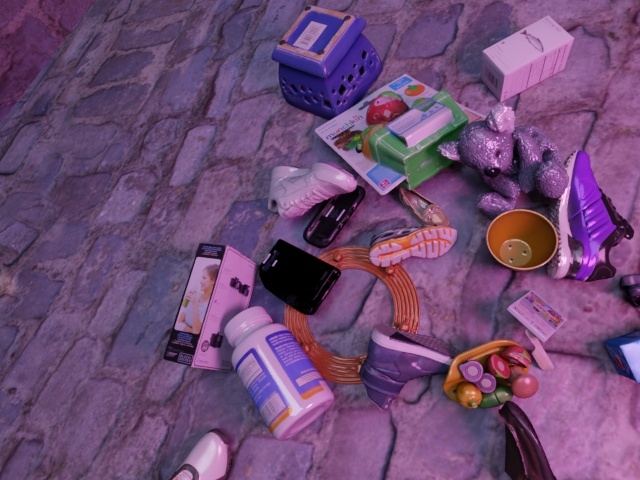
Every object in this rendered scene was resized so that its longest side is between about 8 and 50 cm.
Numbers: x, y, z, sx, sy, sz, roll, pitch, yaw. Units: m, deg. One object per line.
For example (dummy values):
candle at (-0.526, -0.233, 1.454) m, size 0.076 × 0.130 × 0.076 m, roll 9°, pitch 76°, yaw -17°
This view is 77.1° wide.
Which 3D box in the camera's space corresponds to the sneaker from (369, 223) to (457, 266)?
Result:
sneaker at (0.217, -0.003, 0.963) m, size 0.215 × 0.084 × 0.083 m, roll -10°, pitch 32°, yaw 2°

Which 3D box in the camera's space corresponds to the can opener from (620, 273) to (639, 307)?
can opener at (0.691, 0.099, 0.771) m, size 0.186 × 0.059 × 0.073 m, roll 2°, pitch 69°, yaw 20°

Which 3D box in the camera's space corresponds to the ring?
ring at (0.067, 0.168, 0.966) m, size 0.337 × 0.032 × 0.336 m, roll -7°, pitch 66°, yaw 16°

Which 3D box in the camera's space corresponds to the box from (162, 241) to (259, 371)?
box at (-0.262, 0.167, 1.001) m, size 0.087 × 0.169 × 0.289 m, roll 5°, pitch 72°, yaw 23°

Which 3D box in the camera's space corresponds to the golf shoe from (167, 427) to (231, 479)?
golf shoe at (-0.298, 0.552, 0.883) m, size 0.105 × 0.120 × 0.272 m, roll 24°, pitch 76°, yaw 27°

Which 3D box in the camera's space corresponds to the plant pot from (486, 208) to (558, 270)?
plant pot at (0.429, 0.013, 0.872) m, size 0.134 × 0.095 × 0.134 m, roll -7°, pitch 66°, yaw 15°

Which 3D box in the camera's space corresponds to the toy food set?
toy food set at (0.349, 0.265, 0.775) m, size 0.218 × 0.071 × 0.128 m, roll -26°, pitch 106°, yaw 6°

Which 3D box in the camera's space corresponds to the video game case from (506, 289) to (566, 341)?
video game case at (0.439, 0.150, 0.813) m, size 0.087 × 0.122 × 0.011 m, roll 47°, pitch 131°, yaw 28°

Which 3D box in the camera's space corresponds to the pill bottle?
pill bottle at (-0.105, 0.286, 0.908) m, size 0.152 × 0.152 × 0.272 m, roll -40°, pitch 62°, yaw 0°

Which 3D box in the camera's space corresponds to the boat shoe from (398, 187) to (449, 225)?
boat shoe at (0.253, -0.084, 0.997) m, size 0.056 × 0.048 × 0.153 m, roll -40°, pitch 62°, yaw 0°

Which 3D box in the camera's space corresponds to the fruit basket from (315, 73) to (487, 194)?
fruit basket at (0.193, -0.303, 1.038) m, size 0.327 × 0.165 × 0.353 m, roll -32°, pitch 54°, yaw -5°

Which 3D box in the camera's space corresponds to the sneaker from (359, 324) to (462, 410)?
sneaker at (0.194, 0.284, 0.849) m, size 0.226 × 0.086 × 0.163 m, roll 16°, pitch 99°, yaw -4°

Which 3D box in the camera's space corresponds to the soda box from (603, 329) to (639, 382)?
soda box at (0.654, 0.187, 0.734) m, size 0.210 × 0.067 × 0.071 m, roll -22°, pitch 80°, yaw 8°

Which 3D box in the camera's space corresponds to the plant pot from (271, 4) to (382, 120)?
plant pot at (0.011, -0.521, 1.165) m, size 0.236 × 0.212 × 0.236 m, roll 31°, pitch 81°, yaw 25°

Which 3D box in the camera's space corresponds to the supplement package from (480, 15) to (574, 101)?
supplement package at (0.522, -0.463, 1.030) m, size 0.179 × 0.105 × 0.105 m, roll -28°, pitch 62°, yaw 6°

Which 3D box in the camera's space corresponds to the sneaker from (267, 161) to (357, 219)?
sneaker at (-0.028, -0.121, 1.053) m, size 0.305 × 0.114 × 0.152 m, roll 5°, pitch 76°, yaw 48°

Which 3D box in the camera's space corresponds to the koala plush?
koala plush at (0.381, -0.190, 0.875) m, size 0.196 × 0.221 × 0.203 m, roll -31°, pitch 45°, yaw 52°

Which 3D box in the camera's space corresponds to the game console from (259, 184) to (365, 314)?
game console at (0.000, 0.000, 1.031) m, size 0.213 × 0.044 × 0.361 m, roll 26°, pitch 76°, yaw 39°

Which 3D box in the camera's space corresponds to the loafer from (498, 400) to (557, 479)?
loafer at (0.367, 0.402, 0.720) m, size 0.078 × 0.080 × 0.219 m, roll -24°, pitch 82°, yaw 17°

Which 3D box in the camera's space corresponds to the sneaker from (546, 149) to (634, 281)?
sneaker at (0.576, -0.049, 0.855) m, size 0.146 × 0.102 × 0.293 m, roll 8°, pitch 76°, yaw 16°
